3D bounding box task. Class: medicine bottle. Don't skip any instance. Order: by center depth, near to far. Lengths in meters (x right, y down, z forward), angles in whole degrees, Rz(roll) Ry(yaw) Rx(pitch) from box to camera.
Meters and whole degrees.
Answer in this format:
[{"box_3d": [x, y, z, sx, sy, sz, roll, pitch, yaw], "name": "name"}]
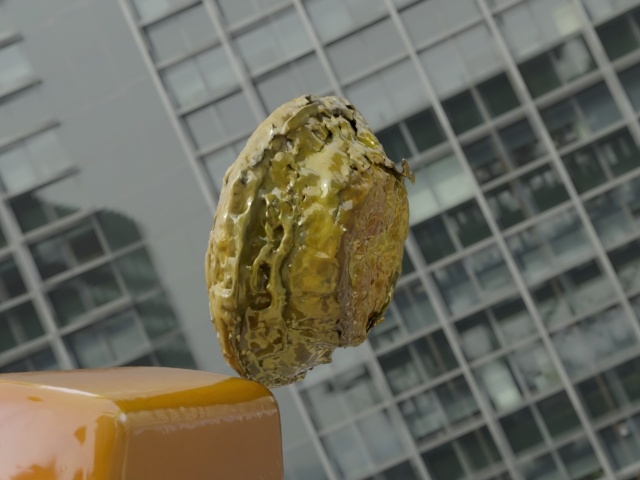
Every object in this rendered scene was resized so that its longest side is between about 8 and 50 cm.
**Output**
[{"box_3d": [-0.100, 0.119, 0.547, 0.112, 0.149, 0.222, 0, -3, 21], "name": "medicine bottle"}]

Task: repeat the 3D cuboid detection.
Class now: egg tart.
[{"box_3d": [0.000, 0.000, 0.647, 0.052, 0.130, 0.130, 14, 9, 25], "name": "egg tart"}]
